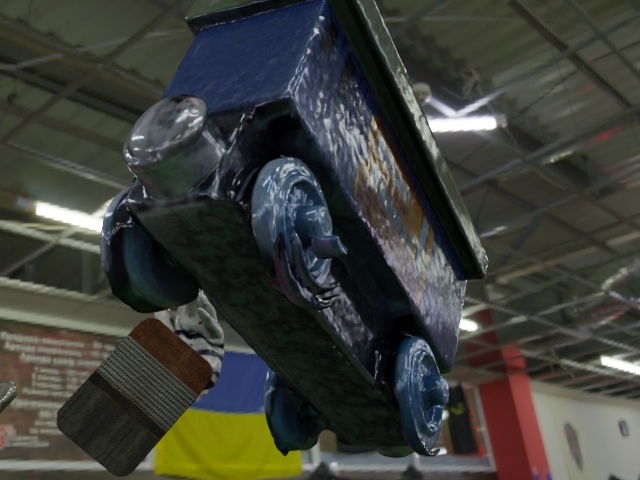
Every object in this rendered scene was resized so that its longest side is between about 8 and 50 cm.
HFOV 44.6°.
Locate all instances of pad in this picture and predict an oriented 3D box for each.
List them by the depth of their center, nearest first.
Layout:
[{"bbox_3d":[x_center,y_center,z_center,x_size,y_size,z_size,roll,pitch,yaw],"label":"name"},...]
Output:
[{"bbox_3d":[-0.252,0.314,1.338,0.323,0.250,0.055,35,-24,11],"label":"pad"}]

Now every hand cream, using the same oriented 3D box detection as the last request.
[{"bbox_3d":[-0.522,0.287,1.225,0.037,0.165,0.057,28,-51,-14],"label":"hand cream"}]

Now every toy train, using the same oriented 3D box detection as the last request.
[{"bbox_3d":[0.000,0.000,0.478,0.131,0.201,0.299,-6,-42,27],"label":"toy train"}]

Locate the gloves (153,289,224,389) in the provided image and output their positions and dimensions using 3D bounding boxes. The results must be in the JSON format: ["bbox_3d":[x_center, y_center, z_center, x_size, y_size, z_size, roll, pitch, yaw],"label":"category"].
[{"bbox_3d":[-0.268,0.195,1.639,0.140,0.218,0.131,-12,-32,21],"label":"gloves"}]
